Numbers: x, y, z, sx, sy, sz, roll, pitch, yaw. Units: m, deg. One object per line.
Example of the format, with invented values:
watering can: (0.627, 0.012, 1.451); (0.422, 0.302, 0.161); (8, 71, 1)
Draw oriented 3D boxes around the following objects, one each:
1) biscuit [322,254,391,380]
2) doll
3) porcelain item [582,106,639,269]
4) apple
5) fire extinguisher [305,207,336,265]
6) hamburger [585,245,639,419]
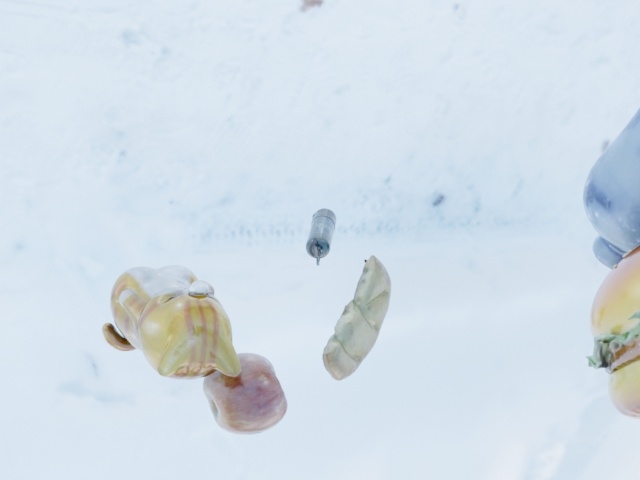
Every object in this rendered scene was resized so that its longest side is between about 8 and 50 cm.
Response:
biscuit: (0.079, 0.167, 1.878); (0.154, 0.045, 0.299); (73, 33, -41)
doll: (-0.247, 0.133, 1.563); (0.167, 0.270, 0.162); (-6, 103, -28)
porcelain item: (0.369, -0.082, 1.009); (0.141, 0.141, 0.259); (-18, 137, -40)
apple: (-0.132, 0.267, 1.643); (0.131, 0.146, 0.146); (-19, 134, -12)
fire extinguisher: (0.000, 0.000, 0.952); (0.083, 0.025, 0.038); (-77, 164, -61)
hamburger: (0.371, 0.070, 0.923); (0.246, 0.169, 0.246); (-12, 162, -4)
